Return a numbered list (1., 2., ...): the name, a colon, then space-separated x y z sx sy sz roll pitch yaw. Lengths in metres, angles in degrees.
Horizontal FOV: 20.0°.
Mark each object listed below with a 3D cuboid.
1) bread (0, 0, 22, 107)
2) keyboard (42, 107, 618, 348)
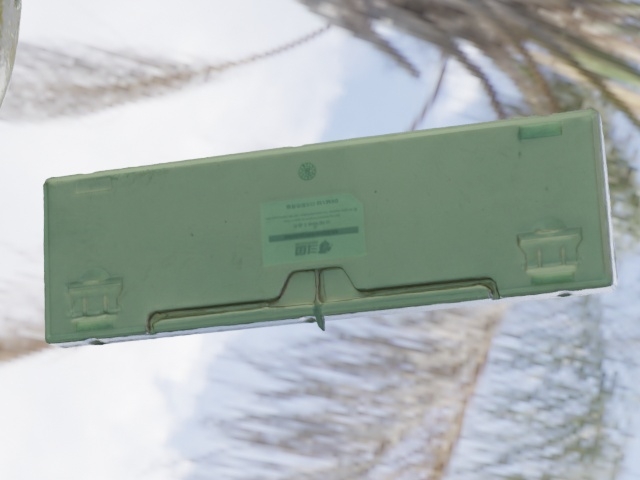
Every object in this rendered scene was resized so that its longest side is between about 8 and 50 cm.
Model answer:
1. bread: -0.134 -0.081 0.585 0.115 0.082 0.056 -92 -157 -57
2. keyboard: 0.000 0.000 0.517 0.166 0.017 0.055 -7 -104 14
